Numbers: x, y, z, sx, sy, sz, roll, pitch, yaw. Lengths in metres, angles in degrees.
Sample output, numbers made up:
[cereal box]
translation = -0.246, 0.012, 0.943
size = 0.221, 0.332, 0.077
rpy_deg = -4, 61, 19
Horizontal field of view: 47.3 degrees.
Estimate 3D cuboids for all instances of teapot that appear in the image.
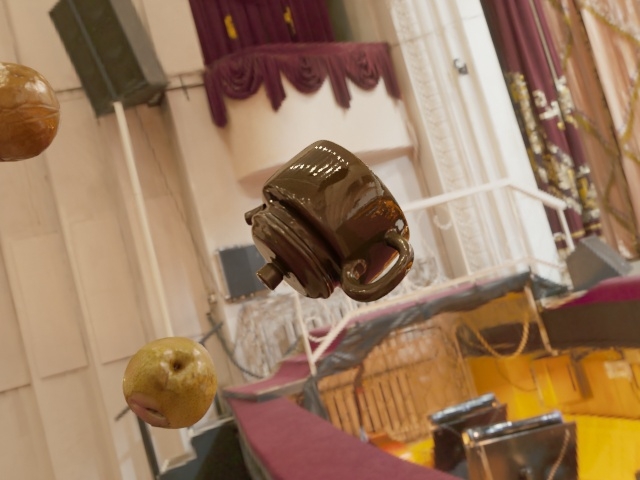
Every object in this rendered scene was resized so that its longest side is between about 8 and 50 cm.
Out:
[teapot]
translation = 0.000, 0.000, 0.913
size = 0.175, 0.186, 0.267
rpy_deg = -44, 44, -13

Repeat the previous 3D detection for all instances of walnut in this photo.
[walnut]
translation = -0.583, -0.232, 1.315
size = 0.225, 0.193, 0.193
rpy_deg = -1, -8, -10

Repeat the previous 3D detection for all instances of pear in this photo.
[pear]
translation = -0.264, 0.251, 1.298
size = 0.177, 0.178, 0.178
rpy_deg = -15, -6, -2
